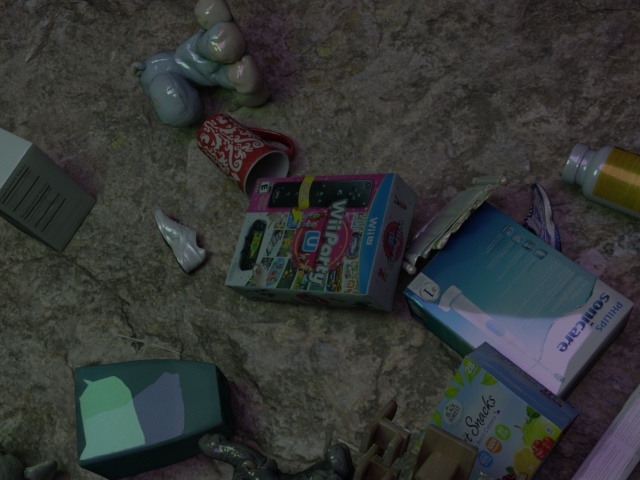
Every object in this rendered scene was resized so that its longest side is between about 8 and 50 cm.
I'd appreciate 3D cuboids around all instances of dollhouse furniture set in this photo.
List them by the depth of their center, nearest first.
[{"bbox_3d":[0.173,0.357,1.169,0.212,0.242,0.161,25,36,22],"label":"dollhouse furniture set"}]

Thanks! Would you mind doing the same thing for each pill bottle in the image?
[{"bbox_3d":[0.515,-0.102,1.384,0.184,0.103,0.103,25,75,22],"label":"pill bottle"}]

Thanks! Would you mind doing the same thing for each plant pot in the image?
[{"bbox_3d":[-0.276,0.294,1.385,0.234,0.166,0.166,-12,65,2],"label":"plant pot"}]

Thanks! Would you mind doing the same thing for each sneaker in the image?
[{"bbox_3d":[0.380,-0.039,1.421,0.058,0.052,0.135,-14,64,13],"label":"sneaker"},{"bbox_3d":[-0.274,-0.006,1.579,0.061,0.054,0.152,-32,69,-11],"label":"sneaker"}]

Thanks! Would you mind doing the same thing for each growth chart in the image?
[{"bbox_3d":[0.216,-0.031,1.383,0.237,0.172,0.021,-45,99,5],"label":"growth chart"}]

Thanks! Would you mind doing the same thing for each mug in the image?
[{"bbox_3d":[-0.146,-0.170,1.600,0.169,0.150,0.113,39,117,30],"label":"mug"}]

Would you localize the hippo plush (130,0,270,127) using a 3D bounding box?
[{"bbox_3d":[-0.265,-0.364,1.626,0.236,0.234,0.294,-26,64,1],"label":"hippo plush"}]

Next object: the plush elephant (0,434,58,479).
[{"bbox_3d":[-0.621,0.379,1.385,0.255,0.272,0.330,-12,93,24],"label":"plush elephant"}]

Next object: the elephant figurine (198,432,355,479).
[{"bbox_3d":[-0.064,0.410,1.286,0.239,0.169,0.186,-10,44,7],"label":"elephant figurine"}]

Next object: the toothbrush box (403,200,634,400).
[{"bbox_3d":[0.319,0.114,1.327,0.295,0.126,0.216,37,79,26],"label":"toothbrush box"}]

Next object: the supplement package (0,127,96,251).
[{"bbox_3d":[-0.580,-0.102,1.586,0.139,0.244,0.134,25,75,22],"label":"supplement package"}]

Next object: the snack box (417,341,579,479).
[{"bbox_3d":[0.263,0.288,1.230,0.174,0.207,0.070,39,36,25],"label":"snack box"}]

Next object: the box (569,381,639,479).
[{"bbox_3d":[0.465,0.310,1.238,0.067,0.063,0.324,34,79,26],"label":"box"}]

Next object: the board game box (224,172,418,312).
[{"bbox_3d":[0.000,0.000,1.429,0.303,0.097,0.224,1,67,34],"label":"board game box"}]
